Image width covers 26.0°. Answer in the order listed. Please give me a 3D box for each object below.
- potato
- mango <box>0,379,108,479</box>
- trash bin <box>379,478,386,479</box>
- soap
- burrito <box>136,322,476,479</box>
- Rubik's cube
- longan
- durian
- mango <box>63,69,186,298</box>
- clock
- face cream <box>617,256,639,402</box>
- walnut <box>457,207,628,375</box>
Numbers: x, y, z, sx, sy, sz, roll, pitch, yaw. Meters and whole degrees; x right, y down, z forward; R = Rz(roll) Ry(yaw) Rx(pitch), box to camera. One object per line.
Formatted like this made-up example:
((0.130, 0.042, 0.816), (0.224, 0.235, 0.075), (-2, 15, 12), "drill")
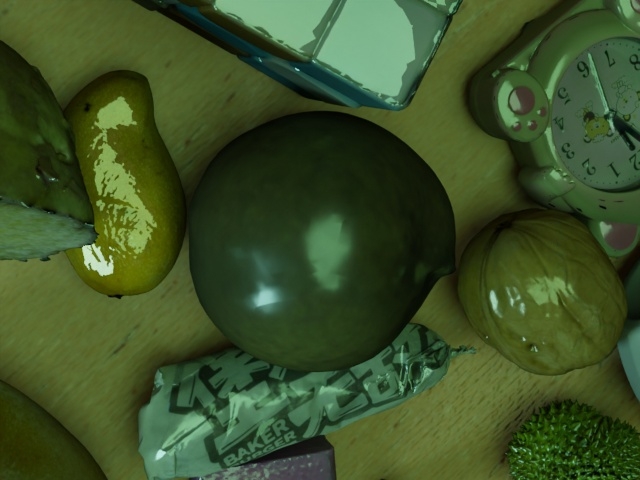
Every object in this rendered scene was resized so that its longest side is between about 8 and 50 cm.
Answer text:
((-0.388, -0.119, 1.475), (0.289, 0.301, 0.237), (10, 73, -32), "potato")
((-0.357, 0.305, 1.573), (0.221, 0.199, 0.384), (-40, 120, -14), "mango")
((0.094, 0.346, 1.764), (0.043, 0.092, 0.061), (30, 89, -18), "trash bin")
((-0.064, 0.381, 1.728), (0.181, 0.081, 0.259), (-6, 100, -16), "soap")
((-0.017, 0.172, 1.687), (0.445, 0.101, 0.139), (-16, 82, -17), "burrito")
((-0.027, -0.368, 1.486), (0.346, 0.344, 0.347), (29, 88, -20), "Rubik's cube")
((0.000, 0.000, 1.578), (0.319, 0.319, 0.319), (-3, 99, -17), "longan")
((0.342, 0.283, 1.794), (0.198, 0.159, 0.146), (5, 102, -18), "durian")
((-0.235, -0.063, 1.595), (0.157, 0.109, 0.262), (-4, 93, -7), "mango")
((0.366, -0.155, 1.759), (0.284, 0.114, 0.309), (-40, 109, -9), "clock")
((0.564, 0.146, 1.809), (0.357, 0.219, 0.312), (42, 84, -22), "face cream")
((0.276, 0.067, 1.724), (0.195, 0.195, 0.221), (-46, 113, -6), "walnut")
